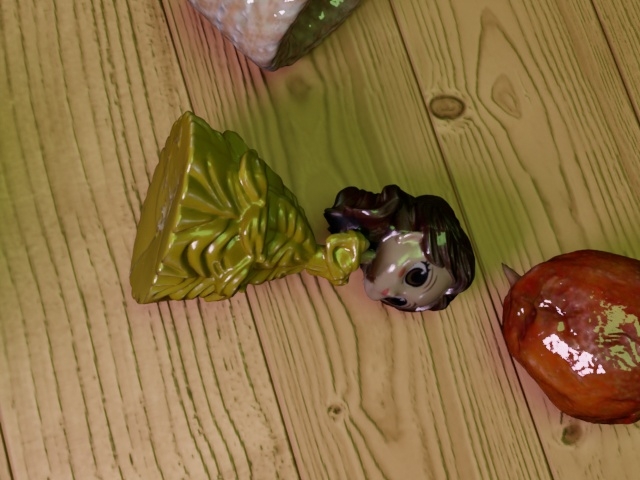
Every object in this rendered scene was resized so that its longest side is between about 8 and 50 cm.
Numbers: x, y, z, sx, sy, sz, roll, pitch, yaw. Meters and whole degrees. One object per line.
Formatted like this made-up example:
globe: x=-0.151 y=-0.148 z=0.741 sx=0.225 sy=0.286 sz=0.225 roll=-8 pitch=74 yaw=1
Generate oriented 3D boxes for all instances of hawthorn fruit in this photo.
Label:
hawthorn fruit: x=0.270 y=0.095 z=1.001 sx=0.179 sy=0.173 sz=0.173 roll=0 pitch=72 yaw=13

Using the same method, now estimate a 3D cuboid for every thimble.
thimble: x=-0.027 y=-0.288 z=1.006 sx=0.148 sy=0.196 sz=0.229 roll=43 pitch=70 yaw=2

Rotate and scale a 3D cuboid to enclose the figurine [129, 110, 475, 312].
figurine: x=0.000 y=0.003 z=0.953 sx=0.315 sy=0.168 sz=0.187 roll=12 pitch=114 yaw=-20
